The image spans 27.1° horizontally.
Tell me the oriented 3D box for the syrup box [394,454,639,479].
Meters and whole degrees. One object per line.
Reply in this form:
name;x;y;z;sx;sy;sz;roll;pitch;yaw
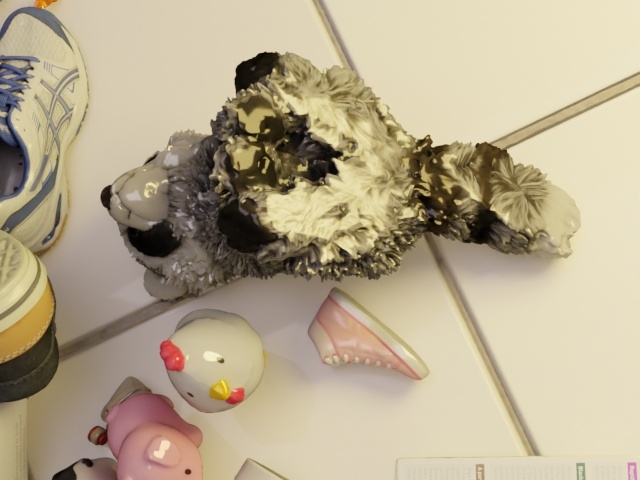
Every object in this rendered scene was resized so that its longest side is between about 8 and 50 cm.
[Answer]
syrup box;0.193;0.257;1.262;0.236;0.093;0.096;-2;74;11

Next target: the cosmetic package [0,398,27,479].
cosmetic package;-0.405;0.227;1.317;0.183;0.151;0.151;4;100;14

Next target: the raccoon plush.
raccoon plush;0.000;0.000;1.370;0.446;0.299;0.216;25;62;-15

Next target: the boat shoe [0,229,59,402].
boat shoe;-0.442;0.038;1.386;0.500;0.156;0.187;20;51;40

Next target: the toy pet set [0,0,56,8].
toy pet set;-0.371;-0.313;1.561;0.114;0.065;0.122;-39;100;-10

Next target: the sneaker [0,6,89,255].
sneaker;-0.330;-0.136;1.462;0.111;0.131;0.297;-6;72;12

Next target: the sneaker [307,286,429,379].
sneaker;0.044;0.114;1.358;0.134;0.051;0.070;39;93;17

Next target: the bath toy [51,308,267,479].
bath toy;-0.176;0.221;1.288;0.151;0.129;0.348;39;101;20

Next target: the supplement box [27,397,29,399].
supplement box;-0.375;0.153;1.429;0.083;0.056;0.083;-32;71;2

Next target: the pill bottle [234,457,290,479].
pill bottle;-0.087;0.323;1.290;0.117;0.117;0.208;28;82;17

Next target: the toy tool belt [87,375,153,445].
toy tool belt;-0.202;0.188;1.387;0.051;0.052;0.083;33;84;26
